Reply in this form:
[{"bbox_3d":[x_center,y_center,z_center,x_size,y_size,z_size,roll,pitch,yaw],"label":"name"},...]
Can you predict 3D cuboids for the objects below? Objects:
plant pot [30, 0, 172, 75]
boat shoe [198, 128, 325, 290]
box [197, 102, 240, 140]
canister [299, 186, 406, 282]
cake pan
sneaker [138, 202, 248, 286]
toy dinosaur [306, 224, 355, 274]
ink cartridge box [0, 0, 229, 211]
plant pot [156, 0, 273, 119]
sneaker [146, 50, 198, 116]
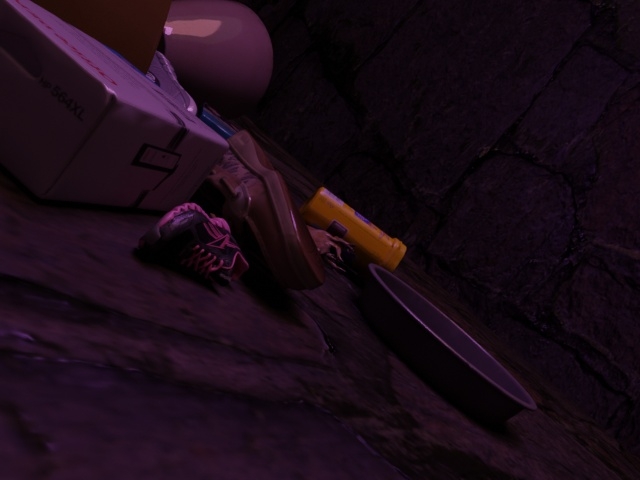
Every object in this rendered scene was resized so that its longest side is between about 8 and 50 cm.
[{"bbox_3d":[-0.298,-0.300,0.717,0.212,0.187,0.212,43,8,25],"label":"plant pot"},{"bbox_3d":[-0.073,-0.026,0.647,0.104,0.089,0.285,66,-6,-32],"label":"boat shoe"},{"bbox_3d":[-0.180,-0.177,1.073,0.100,0.060,0.244,37,7,-18],"label":"box"},{"bbox_3d":[0.042,-0.008,1.023,0.170,0.073,0.126,36,-14,-7],"label":"canister"},{"bbox_3d":[0.164,0.145,0.856,0.293,0.054,0.293,39,7,-5],"label":"cake pan"},{"bbox_3d":[-0.088,0.009,0.466,0.057,0.047,0.119,53,11,13],"label":"sneaker"},{"bbox_3d":[0.000,0.000,0.924,0.093,0.053,0.183,36,8,-19],"label":"toy dinosaur"},{"bbox_3d":[-0.179,-0.100,0.476,0.148,0.086,0.203,40,8,9],"label":"ink cartridge box"},{"bbox_3d":[-0.271,-0.374,1.239,0.256,0.256,0.274,41,23,13],"label":"plant pot"},{"bbox_3d":[-0.287,-0.259,0.951,0.228,0.086,0.132,45,11,33],"label":"sneaker"}]
